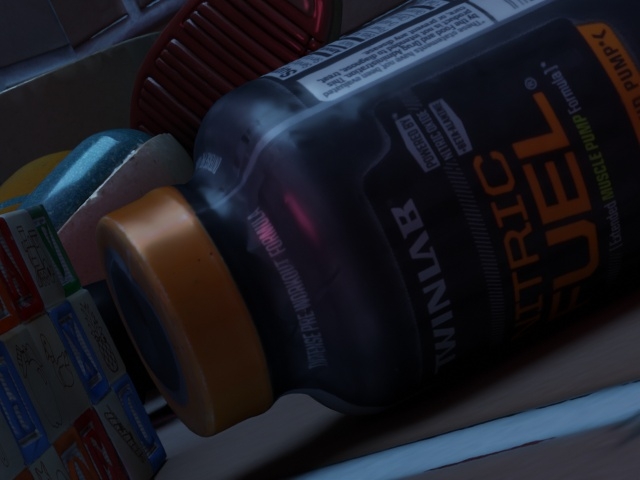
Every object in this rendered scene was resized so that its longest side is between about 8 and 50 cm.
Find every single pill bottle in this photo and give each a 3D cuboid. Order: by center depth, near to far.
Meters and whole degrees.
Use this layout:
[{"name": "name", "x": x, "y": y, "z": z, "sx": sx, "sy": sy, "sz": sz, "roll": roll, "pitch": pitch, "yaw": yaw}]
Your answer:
[{"name": "pill bottle", "x": 0.043, "y": -0.019, "z": 0.694, "sx": 0.245, "sy": 0.130, "sz": 0.130, "roll": -27, "pitch": 3, "yaw": -16}]

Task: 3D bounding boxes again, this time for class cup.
[{"name": "cup", "x": -0.225, "y": 0.001, "z": 1.578, "sx": 0.331, "sy": 0.237, "sz": 0.331, "roll": -26, "pitch": 2, "yaw": 1}]

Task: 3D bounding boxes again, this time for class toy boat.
[{"name": "toy boat", "x": -0.205, "y": 0.039, "z": 1.180, "sx": 0.267, "sy": 0.148, "sz": 0.318, "roll": -51, "pitch": -5, "yaw": 35}]

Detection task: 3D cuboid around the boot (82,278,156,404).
[{"name": "boot", "x": -0.104, "y": 0.053, "z": 0.970, "sx": 0.207, "sy": 0.094, "sz": 0.246, "roll": -23, "pitch": -5, "yaw": -25}]

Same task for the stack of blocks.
[{"name": "stack of blocks", "x": -0.151, "y": 0.050, "z": 0.698, "sx": 0.087, "sy": 0.171, "sz": 0.297, "roll": -25, "pitch": 2, "yaw": 5}]

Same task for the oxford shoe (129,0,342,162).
[{"name": "oxford shoe", "x": -0.058, "y": -0.068, "z": 1.323, "sx": 0.130, "sy": 0.123, "sz": 0.348, "roll": -25, "pitch": -28, "yaw": -47}]
